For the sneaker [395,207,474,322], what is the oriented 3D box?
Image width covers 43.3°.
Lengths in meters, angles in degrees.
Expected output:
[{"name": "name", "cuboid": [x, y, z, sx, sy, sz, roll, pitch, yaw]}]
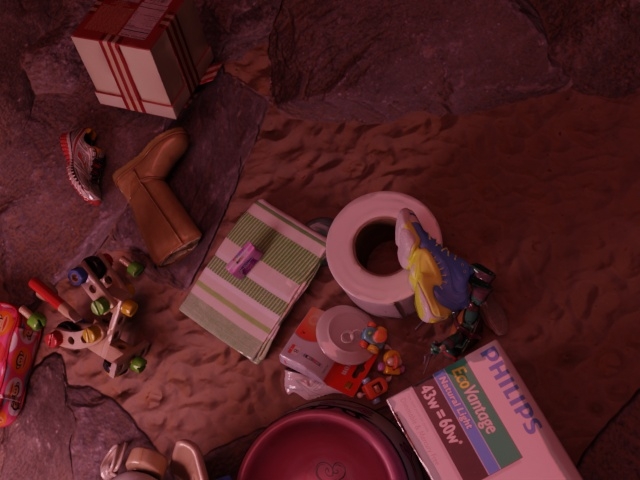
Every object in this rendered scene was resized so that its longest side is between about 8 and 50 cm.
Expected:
[{"name": "sneaker", "cuboid": [0.227, 0.043, 1.585, 0.126, 0.091, 0.240, -9, 70, -9]}]

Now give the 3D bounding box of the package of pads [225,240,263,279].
[{"name": "package of pads", "cuboid": [-0.170, 0.045, 1.814, 0.083, 0.050, 0.032, -50, 59, 1]}]

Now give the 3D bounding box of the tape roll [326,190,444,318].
[{"name": "tape roll", "cuboid": [0.146, 0.034, 1.729, 0.246, 0.169, 0.246, -3, 74, 12]}]

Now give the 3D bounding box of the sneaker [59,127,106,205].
[{"name": "sneaker", "cuboid": [-0.582, -0.190, 2.014, 0.092, 0.088, 0.225, -23, 70, 4]}]

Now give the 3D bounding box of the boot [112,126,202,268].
[{"name": "boot", "cuboid": [-0.355, -0.105, 1.940, 0.236, 0.089, 0.269, -38, 68, 11]}]

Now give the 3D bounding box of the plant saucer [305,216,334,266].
[{"name": "plant saucer", "cuboid": [0.000, 0.000, 1.853, 0.119, 0.021, 0.119, -4, 73, 12]}]

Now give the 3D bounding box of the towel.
[{"name": "towel", "cuboid": [-0.146, 0.085, 1.843, 0.248, 0.038, 0.325, 32, 87, 24]}]

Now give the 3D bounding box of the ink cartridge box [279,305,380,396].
[{"name": "ink cartridge box", "cuboid": [0.023, 0.238, 1.734, 0.179, 0.045, 0.145, 22, 55, 21]}]

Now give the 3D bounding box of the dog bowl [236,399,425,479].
[{"name": "dog bowl", "cuboid": [0.006, 0.520, 1.624, 0.408, 0.150, 0.408, -4, 73, 12]}]

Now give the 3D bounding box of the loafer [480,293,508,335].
[{"name": "loafer", "cuboid": [0.358, 0.149, 1.719, 0.045, 0.039, 0.125, -16, 70, -27]}]

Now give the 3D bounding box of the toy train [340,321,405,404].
[{"name": "toy train", "cuboid": [0.116, 0.253, 1.700, 0.125, 0.046, 0.166, -18, 80, -25]}]

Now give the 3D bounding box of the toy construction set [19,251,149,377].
[{"name": "toy construction set", "cuboid": [-0.484, 0.182, 1.777, 0.237, 0.309, 0.257, 36, 92, 15]}]

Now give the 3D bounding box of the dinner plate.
[{"name": "dinner plate", "cuboid": [0.060, 0.201, 1.744, 0.141, 0.017, 0.141, 7, 60, -12]}]

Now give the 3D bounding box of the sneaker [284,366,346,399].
[{"name": "sneaker", "cuboid": [-0.006, 0.316, 1.748, 0.152, 0.053, 0.061, 10, 100, 12]}]

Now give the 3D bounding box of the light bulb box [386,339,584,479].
[{"name": "light bulb box", "cuboid": [0.318, 0.409, 1.471, 0.225, 0.361, 0.358, -30, 69, 3]}]

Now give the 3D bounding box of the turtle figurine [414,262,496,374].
[{"name": "turtle figurine", "cuboid": [0.286, 0.169, 1.680, 0.118, 0.175, 0.234, 21, 113, -9]}]

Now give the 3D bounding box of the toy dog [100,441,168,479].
[{"name": "toy dog", "cuboid": [-0.388, 0.553, 1.674, 0.161, 0.333, 0.220, 36, 67, -14]}]

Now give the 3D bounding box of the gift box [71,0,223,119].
[{"name": "gift box", "cuboid": [-0.407, -0.469, 1.976, 0.255, 0.258, 0.276, 18, 59, 20]}]

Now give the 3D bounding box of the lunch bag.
[{"name": "lunch bag", "cuboid": [-0.818, 0.287, 1.913, 0.258, 0.120, 0.293, 3, 72, 18]}]

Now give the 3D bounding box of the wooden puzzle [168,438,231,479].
[{"name": "wooden puzzle", "cuboid": [-0.200, 0.575, 1.587, 0.080, 0.322, 0.348, -17, 70, -21]}]
